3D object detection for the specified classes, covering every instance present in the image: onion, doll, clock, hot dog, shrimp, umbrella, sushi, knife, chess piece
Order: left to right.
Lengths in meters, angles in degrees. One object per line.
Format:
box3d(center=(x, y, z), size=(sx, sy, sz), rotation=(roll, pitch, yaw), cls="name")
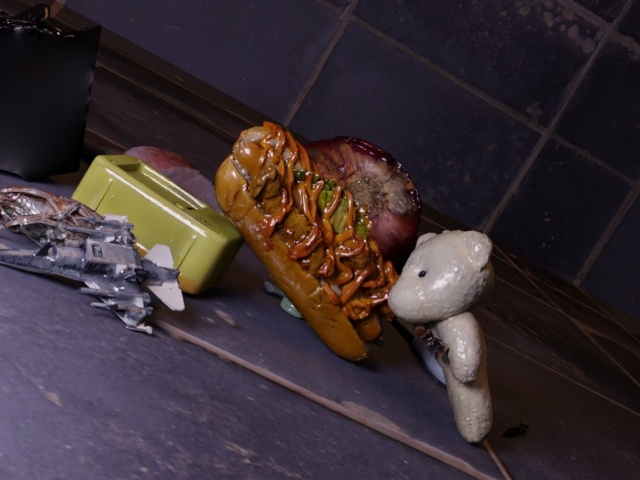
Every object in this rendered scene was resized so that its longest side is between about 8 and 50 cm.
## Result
box3d(center=(-0.443, -0.206, 1.427), size=(0.212, 0.215, 0.227), rotation=(32, 30, 33), cls="sushi")
box3d(center=(-0.302, -0.021, 1.236), size=(0.190, 0.075, 0.073), rotation=(30, 28, -34), cls="shrimp")
box3d(center=(-0.207, -0.022, 1.417), size=(0.202, 0.096, 0.143), rotation=(33, 8, 7), cls="clock")
box3d(center=(-0.018, 0.061, 1.552), size=(0.042, 0.093, 0.042), rotation=(28, 9, -5), cls="chess piece")
box3d(center=(0.000, 0.000, 1.442), size=(0.348, 0.117, 0.158), rotation=(55, 43, -24), cls="hot dog")
box3d(center=(0.006, 0.107, 1.624), size=(0.210, 0.015, 0.028), rotation=(27, 4, -23), cls="knife")
box3d(center=(0.026, -0.034, 1.867), size=(0.272, 0.272, 0.195), rotation=(30, -27, -4), cls="onion")
box3d(center=(0.164, 0.157, 1.782), size=(0.080, 0.044, 0.331), rotation=(26, 8, -21), cls="knife")
box3d(center=(0.167, 0.128, 1.455), size=(0.149, 0.278, 0.175), rotation=(-15, 6, -26), cls="doll")
box3d(center=(0.285, 0.275, 1.605), size=(0.022, 0.013, 0.122), rotation=(22, 7, 22), cls="umbrella")

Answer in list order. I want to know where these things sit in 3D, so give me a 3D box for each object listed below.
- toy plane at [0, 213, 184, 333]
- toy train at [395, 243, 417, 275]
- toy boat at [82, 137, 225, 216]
box3d(center=(-0.234, 0.024, 1.178), size=(0.234, 0.082, 0.160), rotation=(20, 41, -44), cls="toy plane")
box3d(center=(0.176, 0.055, 2.147), size=(0.089, 0.086, 0.409), rotation=(25, 11, -37), cls="toy train")
box3d(center=(-0.277, -0.101, 1.701), size=(0.282, 0.096, 0.206), rotation=(23, -3, 38), cls="toy boat")
